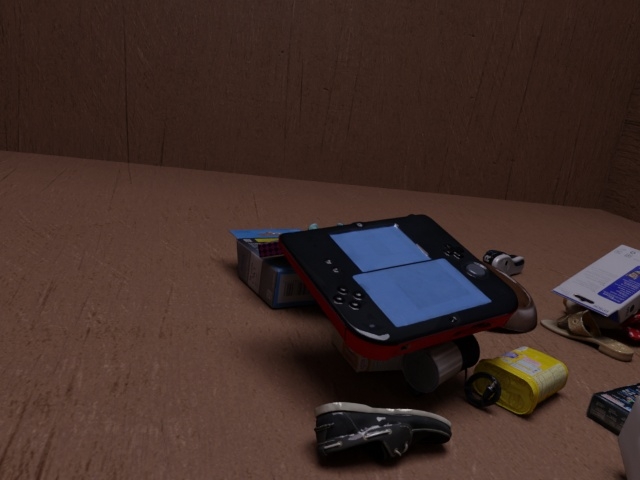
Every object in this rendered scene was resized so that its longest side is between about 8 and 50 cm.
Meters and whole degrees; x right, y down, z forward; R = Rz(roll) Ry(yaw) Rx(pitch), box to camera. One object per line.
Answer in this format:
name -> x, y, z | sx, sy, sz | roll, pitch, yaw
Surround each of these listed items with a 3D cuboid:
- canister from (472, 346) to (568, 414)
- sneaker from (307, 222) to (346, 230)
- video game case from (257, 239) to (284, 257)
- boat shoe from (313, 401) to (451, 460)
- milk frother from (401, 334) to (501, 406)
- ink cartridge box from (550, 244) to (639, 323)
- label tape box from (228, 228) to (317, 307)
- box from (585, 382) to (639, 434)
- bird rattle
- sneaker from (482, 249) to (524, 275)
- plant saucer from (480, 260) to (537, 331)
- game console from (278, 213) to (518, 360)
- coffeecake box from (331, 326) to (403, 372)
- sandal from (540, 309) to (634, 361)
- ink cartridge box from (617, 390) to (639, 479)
canister -> 0.400, 0.271, 1.148 | 0.169, 0.074, 0.126 | -5, 20, -45
sneaker -> 0.084, 0.015, 1.812 | 0.282, 0.122, 0.110 | 8, 16, -2
video game case -> 0.000, 0.000, 1.416 | 0.232, 0.042, 0.210 | -9, 2, 38
boat shoe -> 0.101, 0.305, 0.901 | 0.233, 0.084, 0.079 | 10, 52, -20
milk frother -> 0.242, 0.246, 1.056 | 0.134, 0.129, 0.143 | -16, 29, -41
ink cartridge box -> 0.780, 0.121, 1.541 | 0.332, 0.065, 0.165 | -23, 32, -27
label tape box -> -0.086, 0.065, 1.568 | 0.240, 0.106, 0.333 | -1, 18, -30
box -> 0.636, 0.341, 1.055 | 0.175, 0.051, 0.220 | -1, 18, -31
bird rattle -> 0.788, 0.204, 1.595 | 0.206, 0.143, 0.254 | -2, 28, 4
sneaker -> 0.593, 0.076, 1.968 | 0.121, 0.079, 0.216 | 17, 9, 40
plant saucer -> 0.455, 0.129, 1.573 | 0.310, 0.050, 0.311 | 20, 23, -9
game console -> 0.153, 0.064, 1.118 | 0.386, 0.060, 0.342 | -8, 43, -30
coffeecake box -> 0.136, 0.213, 1.222 | 0.185, 0.068, 0.142 | 3, 15, -21
sandal -> 0.682, 0.218, 1.474 | 0.088, 0.079, 0.240 | -3, 19, -36
ink cartridge box -> 0.590, 0.346, 0.814 | 0.272, 0.115, 0.198 | 11, 30, 10
